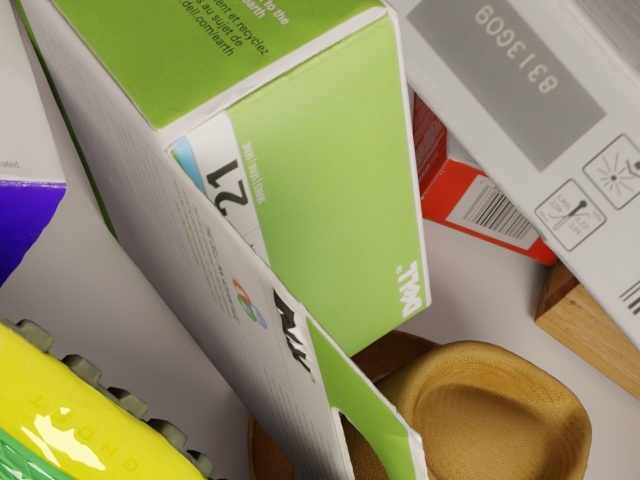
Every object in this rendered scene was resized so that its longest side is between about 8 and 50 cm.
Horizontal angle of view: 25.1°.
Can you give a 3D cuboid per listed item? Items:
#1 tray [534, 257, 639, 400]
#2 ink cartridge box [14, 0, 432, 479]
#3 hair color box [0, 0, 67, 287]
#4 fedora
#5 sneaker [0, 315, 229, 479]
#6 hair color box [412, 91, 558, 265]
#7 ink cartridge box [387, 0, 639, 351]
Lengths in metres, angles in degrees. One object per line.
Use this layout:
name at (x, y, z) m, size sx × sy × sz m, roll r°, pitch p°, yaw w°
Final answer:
tray at (0.323, 0.089, 0.878) m, size 0.411 × 0.076 × 0.203 m, roll 37°, pitch 39°, yaw -10°
ink cartridge box at (0.000, 0.000, 0.531) m, size 0.097 × 0.189 × 0.255 m, roll -33°, pitch 58°, yaw -14°
hair color box at (-0.241, -0.132, 0.564) m, size 0.185 × 0.110 × 0.339 m, roll 2°, pitch 56°, yaw -38°
fedora at (0.062, 0.100, 0.638) m, size 0.194 × 0.079 × 0.194 m, roll 24°, pitch 43°, yaw -24°
sneaker at (-0.055, 0.157, 0.476) m, size 0.343 × 0.134 × 0.146 m, roll 35°, pitch 64°, yaw -16°
hair color box at (0.105, -0.073, 0.842) m, size 0.093 × 0.053 × 0.167 m, roll 20°, pitch 45°, yaw -13°
ink cartridge box at (0.206, -0.046, 0.804) m, size 0.308 × 0.091 × 0.385 m, roll 49°, pitch 23°, yaw 8°
